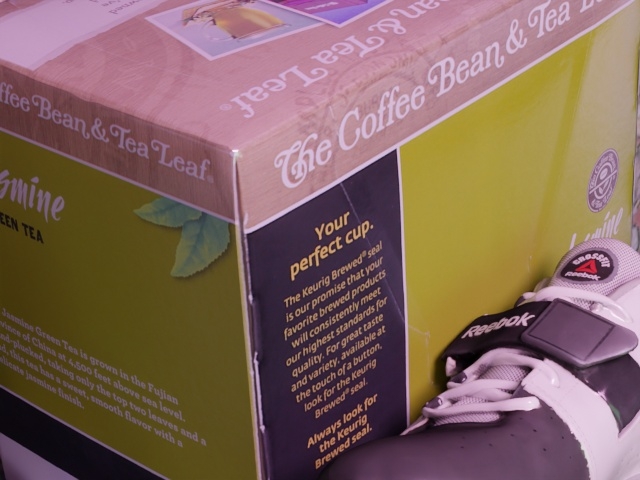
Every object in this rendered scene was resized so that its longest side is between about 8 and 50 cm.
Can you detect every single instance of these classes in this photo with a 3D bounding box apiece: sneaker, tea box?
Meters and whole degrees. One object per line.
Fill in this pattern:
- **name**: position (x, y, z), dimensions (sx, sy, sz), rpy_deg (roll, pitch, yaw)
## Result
- **sneaker**: position (0.111, 0.073, 0.797), dimensions (0.330, 0.122, 0.146), rpy_deg (-2, 91, -51)
- **tea box**: position (0.000, 0.000, 0.883), dimensions (0.329, 0.220, 0.324), rpy_deg (-31, 131, -40)
